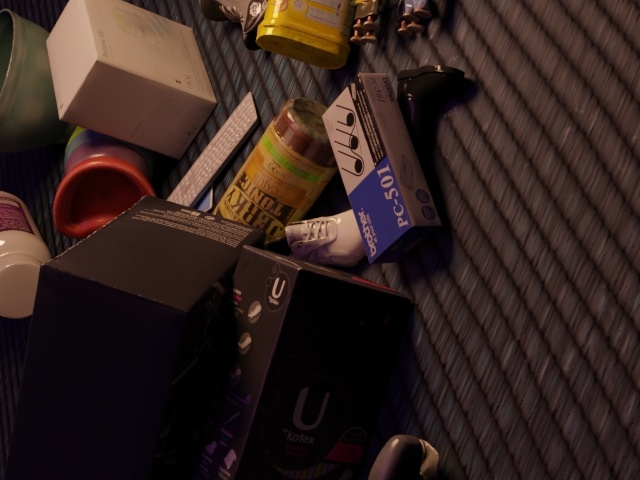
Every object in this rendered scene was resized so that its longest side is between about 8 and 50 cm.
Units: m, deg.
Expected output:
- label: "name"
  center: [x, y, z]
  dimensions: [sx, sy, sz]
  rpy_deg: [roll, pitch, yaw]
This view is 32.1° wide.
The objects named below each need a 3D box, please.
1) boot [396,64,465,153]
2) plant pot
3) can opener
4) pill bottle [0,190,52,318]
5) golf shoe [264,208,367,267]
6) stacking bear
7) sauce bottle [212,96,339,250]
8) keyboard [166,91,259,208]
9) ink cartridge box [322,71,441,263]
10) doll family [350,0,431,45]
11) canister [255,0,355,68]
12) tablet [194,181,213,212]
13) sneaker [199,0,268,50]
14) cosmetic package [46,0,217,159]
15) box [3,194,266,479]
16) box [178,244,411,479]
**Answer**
- label: "boot"
  center: [0.120, -0.154, 1.318]
  dimensions: [0.121, 0.045, 0.099]
  rpy_deg: [5, 81, 59]
- label: "plant pot"
  center: [-0.602, -0.306, 2.306]
  dimensions: [0.293, 0.196, 0.293]
  rpy_deg: [-29, 52, 47]
- label: "can opener"
  center: [0.067, 0.338, 1.151]
  dimensions: [0.074, 0.093, 0.280]
  rpy_deg: [4, 85, 55]
- label: "pill bottle"
  center: [-0.633, 0.032, 2.232]
  dimensions: [0.169, 0.169, 0.301]
  rpy_deg: [-64, 34, 15]
- label: "golf shoe"
  center: [0.000, 0.000, 1.391]
  dimensions: [0.176, 0.086, 0.069]
  rpy_deg: [-32, 50, 44]
- label: "stacking bear"
  center: [-0.361, -0.156, 1.929]
  dimensions: [0.289, 0.175, 0.164]
  rpy_deg: [-96, 8, -49]
- label: "sauce bottle"
  center: [-0.085, -0.031, 1.510]
  dimensions: [0.344, 0.111, 0.111]
  rpy_deg: [-56, 37, 27]
- label: "keyboard"
  center: [-0.175, -0.122, 1.753]
  dimensions: [0.256, 0.014, 0.072]
  rpy_deg: [-48, 42, 28]
- label: "ink cartridge box"
  center: [0.069, -0.085, 1.310]
  dimensions: [0.097, 0.046, 0.207]
  rpy_deg: [-44, 56, 50]
- label: "doll family"
  center: [0.094, -0.320, 1.400]
  dimensions: [0.193, 0.076, 0.111]
  rpy_deg: [0, 75, 43]
- label: "canister"
  center: [-0.008, -0.333, 1.508]
  dimensions: [0.073, 0.126, 0.169]
  rpy_deg: [162, 122, -71]
- label: "tablet"
  center: [-0.185, -0.079, 1.768]
  dimensions: [0.054, 0.006, 0.083]
  rpy_deg: [-28, 53, 48]
- label: "sneaker"
  center: [-0.121, -0.350, 1.722]
  dimensions: [0.229, 0.086, 0.132]
  rpy_deg: [-16, 66, 51]
- label: "cosmetic package"
  center: [-0.317, -0.281, 1.850]
  dimensions: [0.138, 0.225, 0.224]
  rpy_deg: [-53, 39, 29]
- label: "box"
  center: [-0.224, 0.160, 1.377]
  dimensions: [0.312, 0.179, 0.343]
  rpy_deg: [-50, -24, -68]
- label: "box"
  center: [-0.032, 0.162, 1.294]
  dimensions: [0.143, 0.165, 0.270]
  rpy_deg: [19, 93, 57]
